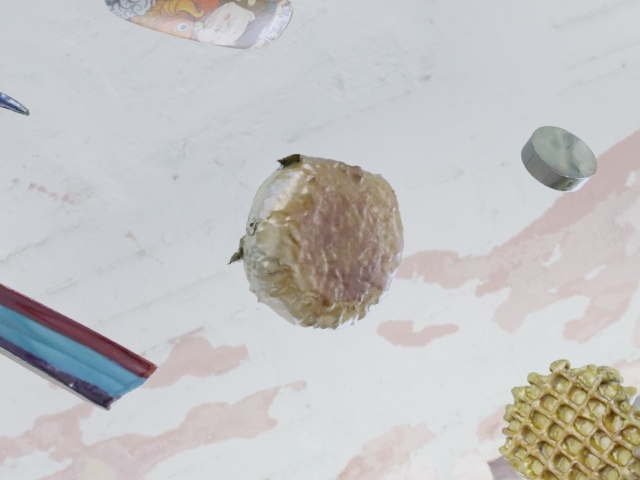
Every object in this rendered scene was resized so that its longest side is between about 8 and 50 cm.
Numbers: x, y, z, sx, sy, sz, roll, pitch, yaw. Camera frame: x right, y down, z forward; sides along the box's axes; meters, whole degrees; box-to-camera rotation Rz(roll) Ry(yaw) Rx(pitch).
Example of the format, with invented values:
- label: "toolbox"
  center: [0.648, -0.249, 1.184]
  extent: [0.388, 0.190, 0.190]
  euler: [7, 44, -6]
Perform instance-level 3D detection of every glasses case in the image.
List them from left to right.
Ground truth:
- label: "glasses case"
  center: [-0.182, -0.378, 0.914]
  extent: [0.321, 0.082, 0.122]
  euler: [-3, -30, -44]

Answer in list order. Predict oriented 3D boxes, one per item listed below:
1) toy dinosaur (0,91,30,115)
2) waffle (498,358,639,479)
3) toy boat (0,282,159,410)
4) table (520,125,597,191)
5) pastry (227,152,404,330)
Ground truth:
- label: "toy dinosaur"
  center: [-0.391, -0.155, 0.495]
  extent: [0.248, 0.075, 0.188]
  euler: [-6, -23, -26]
- label: "waffle"
  center: [0.294, 0.226, 0.676]
  extent: [0.038, 0.191, 0.191]
  euler: [28, -74, -31]
- label: "toy boat"
  center: [-0.398, 0.103, 0.745]
  extent: [0.392, 0.079, 0.136]
  euler: [27, -31, 5]
- label: "table"
  center: [0.449, -0.154, 1.093]
  extent: [0.134, 0.133, 0.043]
  euler: [3, -36, -16]
- label: "pastry"
  center: [0.004, 0.004, 0.810]
  extent: [0.257, 0.121, 0.235]
  euler: [11, -94, -36]
